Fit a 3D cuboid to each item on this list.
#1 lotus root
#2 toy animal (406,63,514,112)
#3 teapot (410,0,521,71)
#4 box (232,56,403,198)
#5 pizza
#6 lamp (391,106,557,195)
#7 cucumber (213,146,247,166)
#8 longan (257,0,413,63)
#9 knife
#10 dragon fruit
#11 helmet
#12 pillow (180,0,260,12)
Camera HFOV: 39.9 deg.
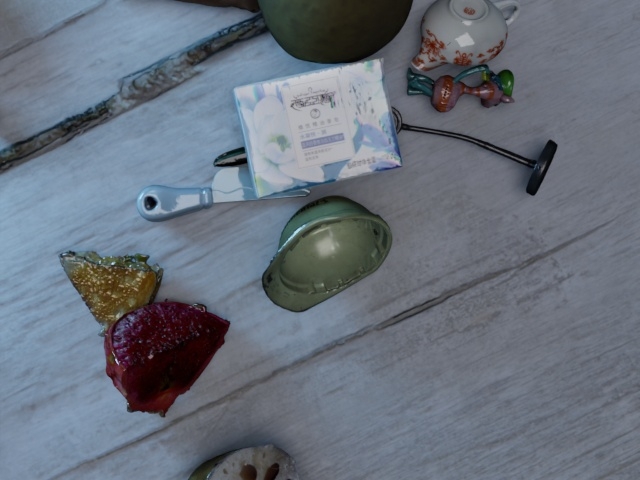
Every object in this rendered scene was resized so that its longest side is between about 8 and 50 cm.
[{"bbox_3d":[-0.161,0.513,1.662,0.272,0.192,0.272,6,79,-30],"label":"lotus root"},{"bbox_3d":[0.266,-0.296,1.669,0.208,0.103,0.100,4,52,-3],"label":"toy animal"},{"bbox_3d":[0.279,-0.399,1.646,0.245,0.159,0.116,-18,137,-19],"label":"teapot"},{"bbox_3d":[-0.006,-0.203,1.609,0.274,0.116,0.203,-12,96,-4],"label":"box"},{"bbox_3d":[-0.408,0.078,1.665,0.195,0.052,0.185,36,98,-12],"label":"pizza"},{"bbox_3d":[0.278,-0.191,1.673,0.371,0.108,0.130,22,95,-7],"label":"lamp"},{"bbox_3d":[-0.114,-0.168,1.677,0.184,0.033,0.036,-9,117,-4],"label":"cucumber"},{"bbox_3d":[0.024,-0.454,1.549,0.297,0.297,0.297,0,95,-5],"label":"longan"},{"bbox_3d":[-0.185,-0.097,1.680,0.331,0.044,0.080,-10,89,-10],"label":"knife"},{"bbox_3d":[-0.319,0.232,1.640,0.134,0.262,0.211,29,116,29],"label":"dragon fruit"},{"bbox_3d":[-0.005,0.000,1.654,0.257,0.137,0.204,-31,136,6],"label":"helmet"},{"bbox_3d":[-0.243,-0.581,1.578,0.308,0.108,0.305,6,107,-5],"label":"pillow"}]
